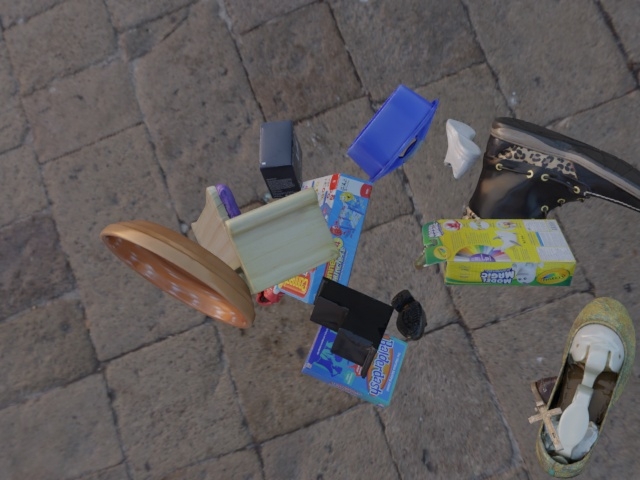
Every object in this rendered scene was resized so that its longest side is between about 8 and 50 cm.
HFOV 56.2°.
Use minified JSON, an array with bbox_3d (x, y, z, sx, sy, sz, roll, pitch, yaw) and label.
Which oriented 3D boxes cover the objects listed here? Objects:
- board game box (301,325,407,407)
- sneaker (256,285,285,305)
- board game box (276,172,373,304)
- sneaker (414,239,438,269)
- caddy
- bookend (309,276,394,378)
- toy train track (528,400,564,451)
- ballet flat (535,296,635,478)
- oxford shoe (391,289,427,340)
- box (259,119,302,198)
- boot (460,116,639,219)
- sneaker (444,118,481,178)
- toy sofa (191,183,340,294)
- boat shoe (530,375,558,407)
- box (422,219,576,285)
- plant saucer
[{"bbox_3d":[0.082,0.273,1.397,0.210,0.047,0.160,24,61,-3],"label":"board game box"},{"bbox_3d":[-0.171,0.151,1.933,0.107,0.279,0.118,30,81,-10],"label":"sneaker"},{"bbox_3d":[0.000,0.000,1.476,0.086,0.308,0.301,15,86,-17],"label":"board game box"},{"bbox_3d":[0.361,0.014,1.876,0.192,0.064,0.086,-32,96,30],"label":"sneaker"},{"bbox_3d":[0.238,-0.336,1.919,0.179,0.241,0.341,39,105,-4],"label":"caddy"},{"bbox_3d":[0.044,0.160,1.136,0.156,0.157,0.072,23,118,7],"label":"bookend"},{"bbox_3d":[0.327,0.262,0.858,0.048,0.014,0.083,-25,33,13],"label":"toy train track"},{"bbox_3d":[0.477,0.257,1.072,0.123,0.123,0.348,22,80,12],"label":"ballet flat"},{"bbox_3d":[0.252,0.210,1.583,0.083,0.227,0.096,-38,103,14],"label":"oxford shoe"},{"bbox_3d":[-0.108,-0.225,1.670,0.093,0.158,0.155,-6,62,8],"label":"box"},{"bbox_3d":[0.506,-0.079,1.325,0.378,0.138,0.284,28,119,17],"label":"boot"},{"bbox_3d":[0.339,-0.231,1.501,0.080,0.212,0.094,19,124,-7],"label":"sneaker"},{"bbox_3d":[-0.112,-0.002,1.045,0.150,0.362,0.177,-22,87,-19],"label":"toy sofa"},{"bbox_3d":[0.577,0.405,1.425,0.073,0.073,0.207,-27,115,21],"label":"boat shoe"},{"bbox_3d":[0.224,0.014,0.779,0.179,0.105,0.043,2,123,4],"label":"box"},{"bbox_3d":[-0.158,0.036,0.694,0.200,0.200,0.037,26,70,12],"label":"plant saucer"}]
